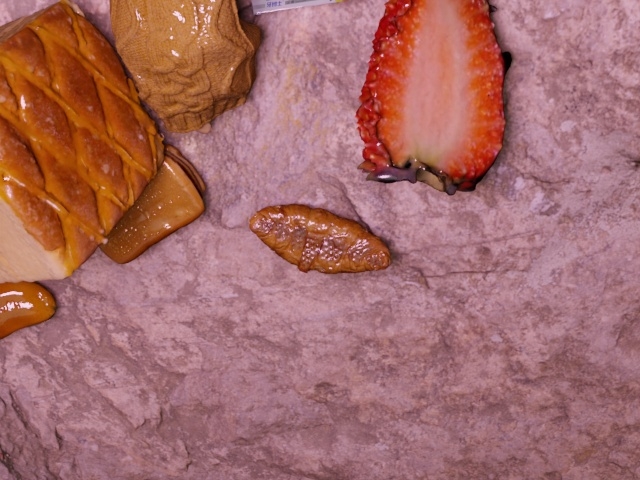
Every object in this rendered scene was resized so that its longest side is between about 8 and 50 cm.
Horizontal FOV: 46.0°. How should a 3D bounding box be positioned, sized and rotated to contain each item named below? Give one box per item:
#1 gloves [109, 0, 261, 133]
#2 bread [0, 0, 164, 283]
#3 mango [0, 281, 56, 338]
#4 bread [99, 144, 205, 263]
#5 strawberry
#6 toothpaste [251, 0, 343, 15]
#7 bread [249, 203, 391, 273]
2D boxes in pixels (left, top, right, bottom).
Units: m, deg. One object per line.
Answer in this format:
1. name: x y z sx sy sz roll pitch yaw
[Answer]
1. gloves: -0.183 -0.276 0.969 0.203 0.155 0.357 14 145 17
2. bread: -0.383 -0.125 0.988 0.207 0.279 0.279 -9 123 33
3. mango: -0.531 0.110 1.273 0.159 0.084 0.105 -17 105 -13
4. bread: -0.275 -0.055 1.172 0.200 0.077 0.116 -31 118 19
5. strawberry: 0.155 -0.223 1.060 0.233 0.137 0.307 5 97 -25
6. toothpaste: -0.013 -0.341 1.024 0.164 0.034 0.046 -7 118 4
7. bread: 0.000 0.000 1.205 0.232 0.076 0.105 16 108 -2
